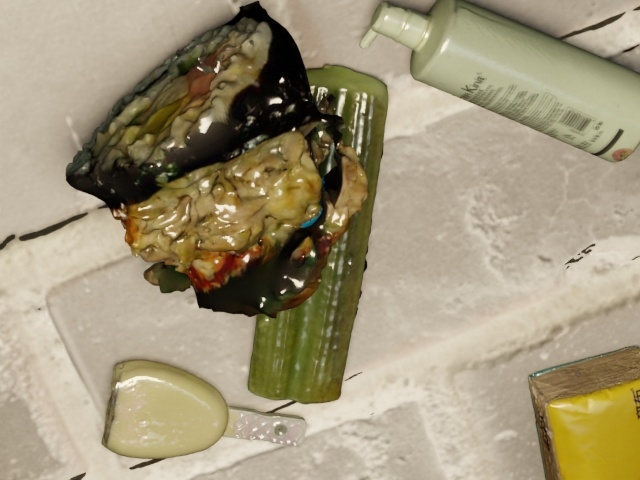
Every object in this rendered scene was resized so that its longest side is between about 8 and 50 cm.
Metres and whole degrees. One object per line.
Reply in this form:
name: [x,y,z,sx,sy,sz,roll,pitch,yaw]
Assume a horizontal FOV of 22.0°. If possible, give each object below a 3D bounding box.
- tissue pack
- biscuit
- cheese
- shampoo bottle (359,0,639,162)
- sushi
tissue pack: [0.278,0.203,1.599,0.120,0.082,0.169,-14,109,-6]
biscuit: [0.000,0.000,1.513,0.099,0.038,0.322,7,106,-9]
cheese: [-0.107,0.168,1.546,0.192,0.037,0.097,10,107,-12]
shampoo bottle: [0.168,-0.153,1.466,0.262,0.085,0.085,21,103,-15]
sushi: [-0.071,-0.054,1.390,0.225,0.238,0.218,-42,104,-7]
